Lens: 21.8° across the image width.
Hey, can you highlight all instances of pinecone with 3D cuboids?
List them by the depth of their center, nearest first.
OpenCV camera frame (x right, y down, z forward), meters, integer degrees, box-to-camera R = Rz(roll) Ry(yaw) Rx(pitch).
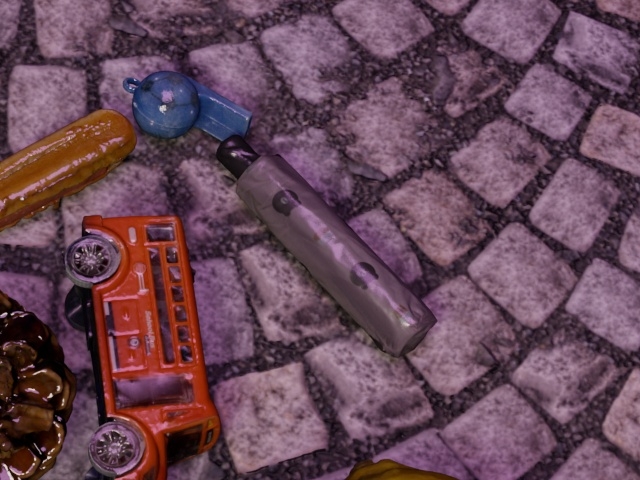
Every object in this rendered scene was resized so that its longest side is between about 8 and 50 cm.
[{"bbox_3d":[-0.361,0.162,1.719,0.243,0.257,0.243,14,70,-43],"label":"pinecone"}]

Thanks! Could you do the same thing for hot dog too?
[{"bbox_3d":[-0.345,-0.067,1.937,0.286,0.061,0.088,-25,67,-18],"label":"hot dog"}]

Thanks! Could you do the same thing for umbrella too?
[{"bbox_3d":[0.000,0.000,1.951,0.337,0.067,0.073,47,109,14],"label":"umbrella"}]

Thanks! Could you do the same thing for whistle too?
[{"bbox_3d":[-0.169,-0.154,1.995,0.158,0.090,0.090,30,63,6],"label":"whistle"}]

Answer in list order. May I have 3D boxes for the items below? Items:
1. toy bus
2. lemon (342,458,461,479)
[{"bbox_3d":[-0.195,0.141,1.812,0.153,0.143,0.329,-4,63,-12],"label":"toy bus"},{"bbox_3d":[0.107,0.377,1.665,0.285,0.285,0.316,-16,88,-16],"label":"lemon"}]
